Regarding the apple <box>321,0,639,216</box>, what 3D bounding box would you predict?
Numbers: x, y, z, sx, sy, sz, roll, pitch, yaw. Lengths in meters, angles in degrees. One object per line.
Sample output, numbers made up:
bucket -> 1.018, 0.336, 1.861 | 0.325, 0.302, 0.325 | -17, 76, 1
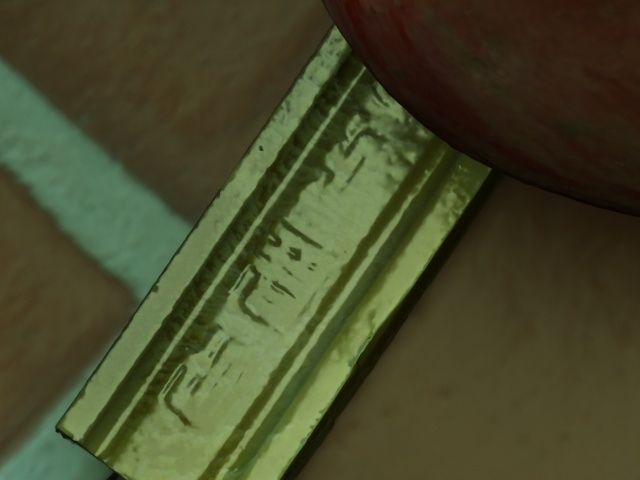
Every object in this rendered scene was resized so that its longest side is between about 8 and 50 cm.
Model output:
apple -> 0.155, -0.157, 0.541 | 0.269, 0.345, 0.345 | 27, 85, -21

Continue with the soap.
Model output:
soap -> 0.000, 0.000, 0.674 | 0.092, 0.037, 0.252 | 34, 87, 11
